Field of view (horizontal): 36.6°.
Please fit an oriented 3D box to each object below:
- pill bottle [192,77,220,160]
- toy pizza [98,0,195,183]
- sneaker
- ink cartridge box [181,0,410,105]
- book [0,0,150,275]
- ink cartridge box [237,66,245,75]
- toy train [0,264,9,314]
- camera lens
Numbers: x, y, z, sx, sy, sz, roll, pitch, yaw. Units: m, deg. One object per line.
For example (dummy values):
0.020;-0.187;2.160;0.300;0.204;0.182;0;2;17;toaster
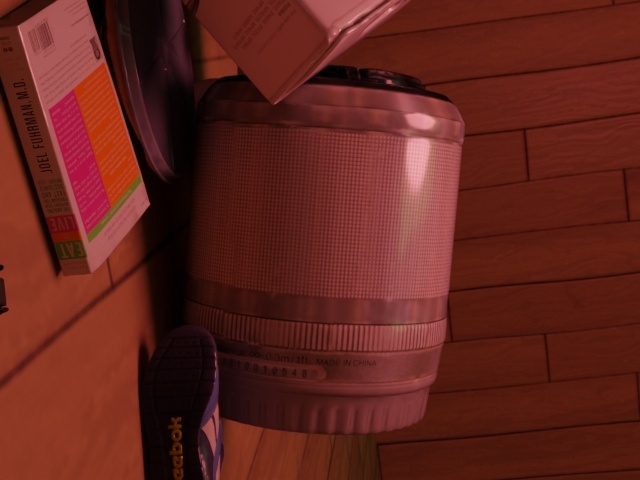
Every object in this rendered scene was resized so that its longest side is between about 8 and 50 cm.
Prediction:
-0.091;-0.091;0.906;0.065;0.065;0.116;-90;171;-45;pill bottle
-0.133;-0.142;0.736;0.201;0.032;0.201;-6;90;-85;toy pizza
-0.096;0.133;0.696;0.059;0.053;0.144;36;56;-81;sneaker
-0.039;-0.227;0.675;0.218;0.092;0.158;48;51;-2;ink cartridge box
-0.144;-0.065;0.562;0.096;0.035;0.144;-77;159;-63;book
-0.019;-0.297;0.905;0.186;0.065;0.311;141;-37;-82;ink cartridge box
-0.157;0.010;0.341;0.158;0.036;0.027;61;20;-77;toy train
0.000;0.000;0.800;0.219;0.219;0.275;-27;122;-83;camera lens
